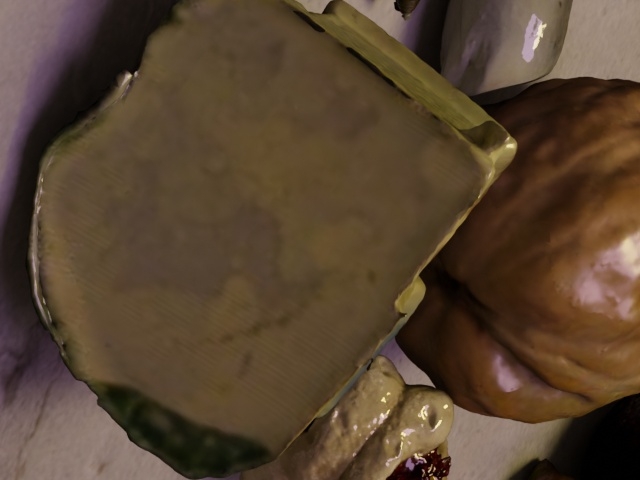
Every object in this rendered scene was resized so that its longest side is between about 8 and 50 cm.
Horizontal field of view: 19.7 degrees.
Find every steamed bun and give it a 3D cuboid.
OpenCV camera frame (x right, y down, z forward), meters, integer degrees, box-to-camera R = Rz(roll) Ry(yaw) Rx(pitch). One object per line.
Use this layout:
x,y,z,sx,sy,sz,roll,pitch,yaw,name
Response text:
0.041,0.171,1.547,0.141,0.172,0.155,-34,157,-56,steamed bun

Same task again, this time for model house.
-0.032,-0.026,1.332,0.321,0.261,0.266,-52,174,14,model house

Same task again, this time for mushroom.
0.160,-0.251,1.513,0.118,0.103,0.270,-18,116,-53,mushroom

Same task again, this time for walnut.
0.221,0.002,1.590,0.344,0.306,0.306,-27,133,-44,walnut

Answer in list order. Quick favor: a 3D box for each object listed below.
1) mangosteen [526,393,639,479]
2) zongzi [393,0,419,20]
0.412,0.334,2.052,0.435,0.382,0.382,-14,134,0,mangosteen
0.106,-0.309,1.389,0.221,0.112,0.242,-52,152,-16,zongzi
